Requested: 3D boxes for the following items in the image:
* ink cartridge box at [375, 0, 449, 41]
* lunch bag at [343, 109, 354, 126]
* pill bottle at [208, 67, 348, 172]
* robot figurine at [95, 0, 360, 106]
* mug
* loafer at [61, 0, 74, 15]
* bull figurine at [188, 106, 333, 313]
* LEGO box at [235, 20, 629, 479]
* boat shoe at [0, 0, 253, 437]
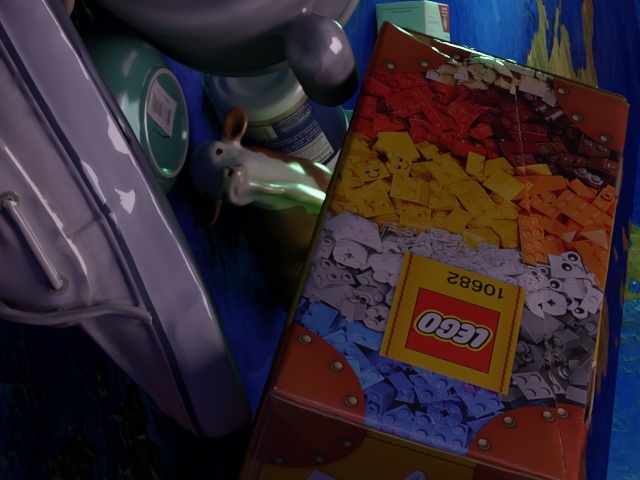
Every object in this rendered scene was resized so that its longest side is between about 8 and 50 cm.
[{"bbox_3d":[0.110,-0.198,2.056,0.109,0.063,0.150,-15,102,-72],"label":"ink cartridge box"},{"bbox_3d":[0.141,-0.013,1.800,0.160,0.262,0.223,39,56,-65],"label":"lunch bag"},{"bbox_3d":[-0.029,-0.108,1.572,0.169,0.094,0.094,58,35,-58],"label":"pill bottle"},{"bbox_3d":[-0.070,-0.226,1.246,0.300,0.199,0.353,58,5,8],"label":"robot figurine"},{"bbox_3d":[-0.151,-0.071,1.188,0.158,0.097,0.129,-59,144,-59],"label":"mug"},{"bbox_3d":[-0.197,-0.252,1.057,0.092,0.102,0.268,-59,143,-49],"label":"loafer"},{"bbox_3d":[0.000,0.000,1.538,0.101,0.188,0.310,-61,159,-14],"label":"bull figurine"},{"bbox_3d":[0.044,0.159,1.305,0.372,0.193,0.500,-73,180,-45],"label":"LEGO box"},{"bbox_3d":[-0.174,-0.010,1.055,0.367,0.156,0.136,64,0,-29],"label":"boat shoe"}]
